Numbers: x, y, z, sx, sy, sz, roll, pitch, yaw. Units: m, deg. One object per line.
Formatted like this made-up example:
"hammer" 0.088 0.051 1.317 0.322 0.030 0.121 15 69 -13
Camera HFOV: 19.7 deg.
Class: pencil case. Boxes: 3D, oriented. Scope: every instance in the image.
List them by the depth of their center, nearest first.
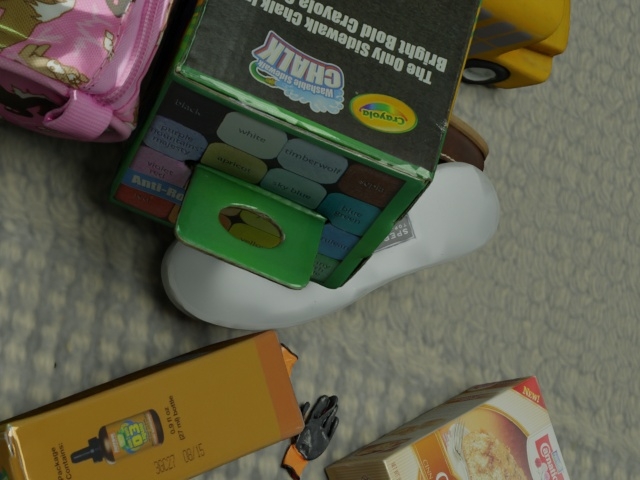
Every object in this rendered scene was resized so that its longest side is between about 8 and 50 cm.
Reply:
"pencil case" -0.132 -0.249 1.185 0.160 0.167 0.386 26 78 -18

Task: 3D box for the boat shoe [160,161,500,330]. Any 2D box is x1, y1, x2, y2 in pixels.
"boat shoe" 0.000 0.000 1.349 0.267 0.088 0.096 -20 95 -25

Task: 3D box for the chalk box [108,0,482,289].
"chalk box" -0.019 -0.094 1.223 0.180 0.179 0.289 23 60 -9

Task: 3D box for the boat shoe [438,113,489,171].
"boat shoe" 0.040 -0.083 1.416 0.207 0.073 0.073 26 66 -28

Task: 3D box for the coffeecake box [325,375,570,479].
"coffeecake box" 0.109 0.203 1.417 0.185 0.068 0.142 -23 96 -43

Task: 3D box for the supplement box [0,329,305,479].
"supplement box" -0.123 0.128 1.218 0.233 0.080 0.078 -17 93 -44

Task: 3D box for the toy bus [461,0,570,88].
"toy bus" 0.080 -0.225 1.437 0.332 0.130 0.108 21 68 -37

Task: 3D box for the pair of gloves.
"pair of gloves" -0.021 0.126 1.355 0.083 0.010 0.074 49 53 -25
